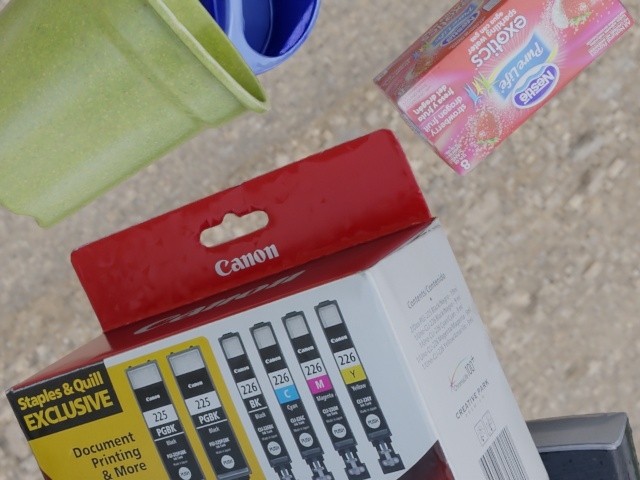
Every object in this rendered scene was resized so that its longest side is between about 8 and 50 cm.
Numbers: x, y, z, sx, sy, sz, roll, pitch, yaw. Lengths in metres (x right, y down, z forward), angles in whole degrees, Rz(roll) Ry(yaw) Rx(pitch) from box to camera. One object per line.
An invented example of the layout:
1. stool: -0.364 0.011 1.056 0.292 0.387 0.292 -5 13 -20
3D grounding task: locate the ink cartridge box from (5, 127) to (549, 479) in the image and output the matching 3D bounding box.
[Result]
1. ink cartridge box: -0.046 0.104 0.932 0.310 0.271 0.130 -21 -174 29

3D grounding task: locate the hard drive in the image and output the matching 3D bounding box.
1. hard drive: 0.150 0.246 1.154 0.255 0.171 0.054 -13 -178 14

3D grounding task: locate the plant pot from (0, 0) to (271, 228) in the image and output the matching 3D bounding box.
1. plant pot: -0.231 -0.155 1.340 0.254 0.276 0.276 -40 147 8

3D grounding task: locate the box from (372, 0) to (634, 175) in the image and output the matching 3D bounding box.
1. box: 0.199 -0.208 1.509 0.257 0.128 0.122 -42 109 4

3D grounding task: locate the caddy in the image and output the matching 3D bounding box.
1. caddy: -0.129 -0.343 1.564 0.241 0.341 0.179 -5 173 -23
